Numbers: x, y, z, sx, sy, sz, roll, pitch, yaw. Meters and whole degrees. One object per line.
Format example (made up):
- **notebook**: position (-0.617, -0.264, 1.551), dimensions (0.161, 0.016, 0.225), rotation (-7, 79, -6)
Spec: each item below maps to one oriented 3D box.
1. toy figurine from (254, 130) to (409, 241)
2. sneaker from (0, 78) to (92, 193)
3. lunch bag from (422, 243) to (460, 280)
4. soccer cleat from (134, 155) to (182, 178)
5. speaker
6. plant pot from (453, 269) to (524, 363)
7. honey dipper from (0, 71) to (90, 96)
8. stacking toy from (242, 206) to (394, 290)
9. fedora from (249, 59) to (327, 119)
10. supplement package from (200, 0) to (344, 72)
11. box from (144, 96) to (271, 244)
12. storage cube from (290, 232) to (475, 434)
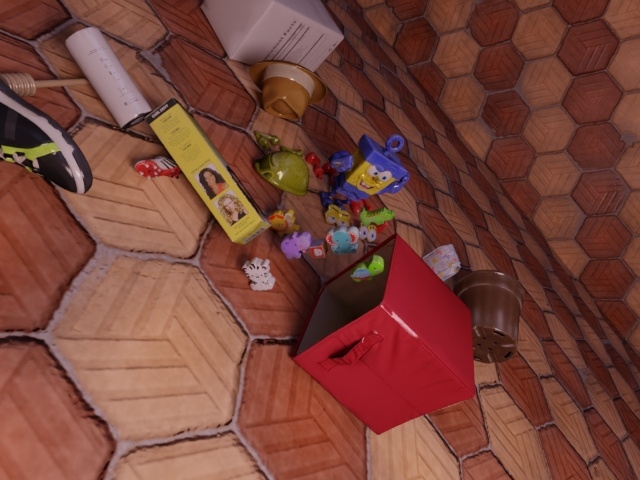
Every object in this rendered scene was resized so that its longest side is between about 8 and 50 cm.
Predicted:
- **toy figurine**: position (0.065, -0.170, 0.927), dimensions (0.362, 0.217, 0.191), rotation (25, 40, -36)
- **sneaker**: position (-0.370, -0.119, 0.490), dimensions (0.234, 0.084, 0.097), rotation (42, 57, -12)
- **lunch bag**: position (0.312, 0.058, 1.127), dimensions (0.053, 0.083, 0.071), rotation (21, 42, -38)
- **soccer cleat**: position (-0.244, -0.112, 0.664), dimensions (0.036, 0.029, 0.083), rotation (51, 27, 18)
- **speaker**: position (-0.309, -0.237, 0.652), dimensions (0.136, 0.055, 0.055), rotation (58, 30, -15)
- **plant pot**: position (0.390, 0.183, 1.039), dimensions (0.167, 0.167, 0.165), rotation (42, 41, -13)
- **honey dipper**: position (-0.367, -0.221, 0.618), dimensions (0.030, 0.030, 0.161), rotation (48, 31, -4)
- **stacking toy**: position (0.000, 0.000, 0.698), dimensions (0.167, 0.221, 0.052), rotation (-71, 150, -54)
- **fedora**: position (-0.078, -0.324, 0.993), dimensions (0.194, 0.194, 0.079), rotation (18, 80, -41)
- **supplement package**: position (-0.115, -0.554, 1.130), dimensions (0.292, 0.175, 0.178), rotation (-9, 66, -54)
- **box**: position (-0.170, -0.103, 0.689), dimensions (0.232, 0.058, 0.087), rotation (53, 1, 4)
- **storage cube**: position (0.103, 0.145, 0.687), dimensions (0.193, 0.183, 0.215), rotation (44, 32, -13)
